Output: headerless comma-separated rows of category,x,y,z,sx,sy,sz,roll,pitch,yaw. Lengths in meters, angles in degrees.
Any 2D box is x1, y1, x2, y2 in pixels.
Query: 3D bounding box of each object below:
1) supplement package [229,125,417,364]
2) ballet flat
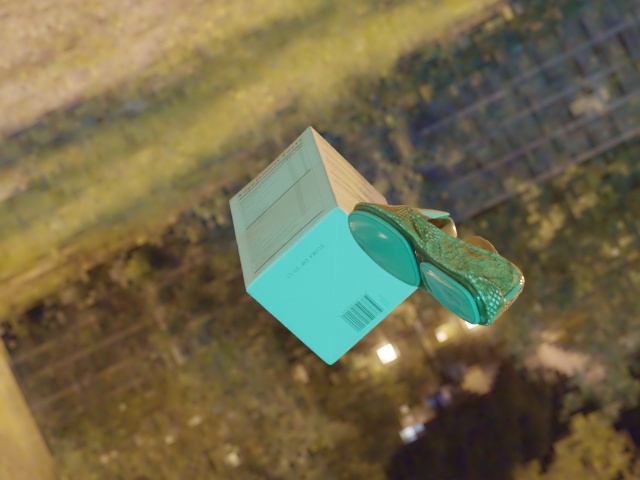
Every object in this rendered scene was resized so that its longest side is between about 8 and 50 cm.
supplement package,0.000,0.000,1.954,0.139,0.134,0.244,-42,-158,12
ballet flat,0.104,0.012,1.545,0.067,0.073,0.206,-29,-140,-21
